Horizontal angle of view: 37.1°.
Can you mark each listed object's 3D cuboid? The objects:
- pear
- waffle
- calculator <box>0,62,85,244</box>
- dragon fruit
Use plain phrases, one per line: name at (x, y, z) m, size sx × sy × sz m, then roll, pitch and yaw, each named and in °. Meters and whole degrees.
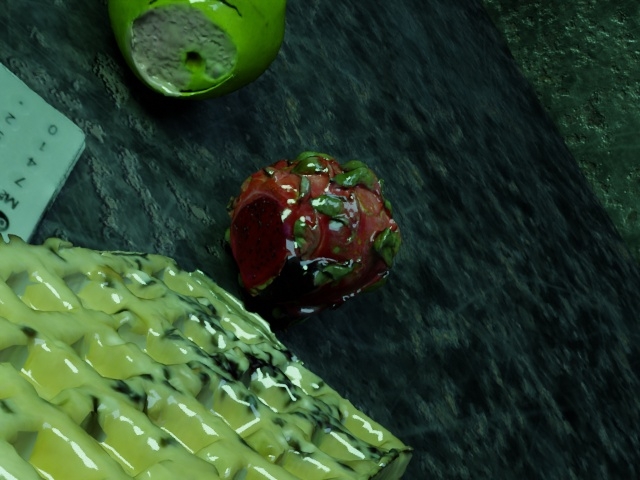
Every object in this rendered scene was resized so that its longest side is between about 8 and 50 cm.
pear at (-0.116, -0.241, 0.945) m, size 0.187 × 0.187 × 0.220 m, roll 42°, pitch 28°, yaw -24°
waffle at (-0.103, 0.106, 0.509) m, size 0.261 × 0.114 × 0.376 m, roll 34°, pitch 8°, yaw 19°
calculator at (-0.267, -0.052, 0.678) m, size 0.161 × 0.021 × 0.262 m, roll 42°, pitch 31°, yaw -24°
dragon fruit at (0.000, 0.000, 0.909) m, size 0.172 × 0.166 × 0.160 m, roll 0°, pitch 20°, yaw -45°
